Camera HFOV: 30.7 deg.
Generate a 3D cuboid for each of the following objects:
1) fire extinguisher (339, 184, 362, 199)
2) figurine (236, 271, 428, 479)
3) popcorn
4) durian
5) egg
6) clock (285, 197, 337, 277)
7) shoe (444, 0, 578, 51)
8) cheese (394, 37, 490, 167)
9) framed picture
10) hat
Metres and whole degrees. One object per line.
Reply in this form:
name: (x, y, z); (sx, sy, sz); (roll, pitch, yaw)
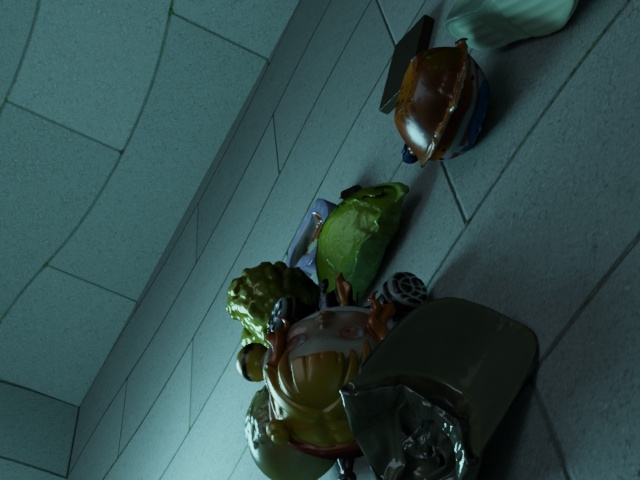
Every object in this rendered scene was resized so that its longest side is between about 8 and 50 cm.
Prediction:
fire extinguisher: (0.060, -0.094, 2.298); (0.028, 0.022, 0.083); (-31, 4, -21)
figurine: (0.033, 0.189, 1.691); (0.320, 0.196, 0.323); (-13, 28, 19)
popcorn: (-0.077, 0.137, 2.095); (0.169, 0.189, 0.218); (-27, -12, 18)
durian: (0.068, 0.000, 2.019); (0.139, 0.101, 0.250); (33, 101, 37)
egg: (-0.038, 0.288, 1.828); (0.164, 0.164, 0.201); (-49, 19, 45)
clock: (0.000, 0.000, 2.274); (0.198, 0.064, 0.172); (-40, 31, 56)
shoe: (0.313, -0.403, 1.774); (0.160, 0.132, 0.363); (-64, 12, -10)
cheese: (0.185, -0.212, 1.898); (0.329, 0.129, 0.217); (131, 156, -76)
framed picture: (0.170, -0.347, 2.300); (0.128, 0.023, 0.168); (-41, 30, 57)
hat: (0.161, 0.207, 1.448); (0.245, 0.149, 0.214); (-38, 45, -27)
